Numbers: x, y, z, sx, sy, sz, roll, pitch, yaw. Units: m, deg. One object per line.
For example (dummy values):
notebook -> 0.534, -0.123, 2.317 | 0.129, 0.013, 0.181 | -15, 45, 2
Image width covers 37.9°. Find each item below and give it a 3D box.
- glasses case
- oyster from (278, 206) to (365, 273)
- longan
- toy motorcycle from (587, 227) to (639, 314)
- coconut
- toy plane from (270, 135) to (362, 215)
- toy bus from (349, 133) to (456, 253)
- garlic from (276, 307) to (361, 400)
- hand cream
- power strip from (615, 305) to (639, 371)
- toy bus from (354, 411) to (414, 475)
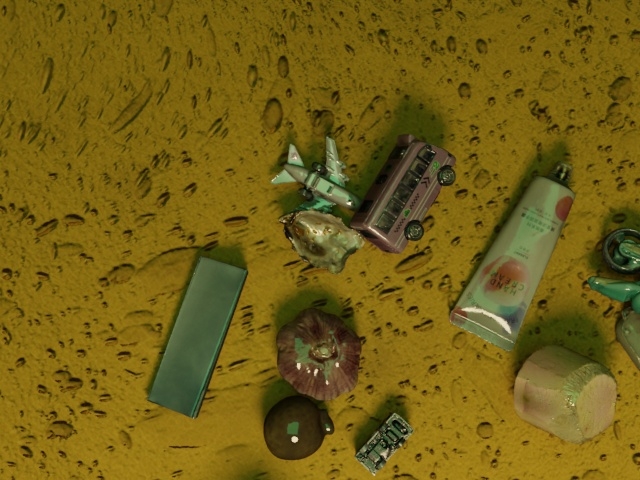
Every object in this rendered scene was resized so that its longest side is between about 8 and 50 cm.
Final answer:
glasses case -> -0.202, 0.166, 1.603 | 0.105, 0.056, 0.266 | 15, 81, 26
oyster -> -0.004, -0.009, 1.621 | 0.148, 0.051, 0.103 | 38, 89, -15
longan -> -0.036, 0.312, 1.554 | 0.119, 0.106, 0.106 | -8, 82, -7
toy motorcycle -> 0.604, 0.092, 1.565 | 0.297, 0.109, 0.198 | 24, 73, 16
coconut -> 0.399, 0.250, 1.546 | 0.147, 0.153, 0.147 | -11, 110, -32
toy plane -> 0.005, -0.095, 1.632 | 0.171, 0.065, 0.162 | 29, 94, 8
toy bus -> 0.141, -0.081, 1.599 | 0.108, 0.096, 0.198 | 34, 81, -19
garlic -> -0.003, 0.191, 1.569 | 0.147, 0.102, 0.159 | -23, 82, -3
hand cream -> 0.351, 0.016, 1.619 | 0.124, 0.078, 0.340 | 27, 87, 2
power strip -> 0.602, 0.236, 1.595 | 0.080, 0.048, 0.286 | -34, 83, -7
toy bus -> 0.108, 0.340, 1.570 | 0.052, 0.058, 0.102 | 42, 88, 4
